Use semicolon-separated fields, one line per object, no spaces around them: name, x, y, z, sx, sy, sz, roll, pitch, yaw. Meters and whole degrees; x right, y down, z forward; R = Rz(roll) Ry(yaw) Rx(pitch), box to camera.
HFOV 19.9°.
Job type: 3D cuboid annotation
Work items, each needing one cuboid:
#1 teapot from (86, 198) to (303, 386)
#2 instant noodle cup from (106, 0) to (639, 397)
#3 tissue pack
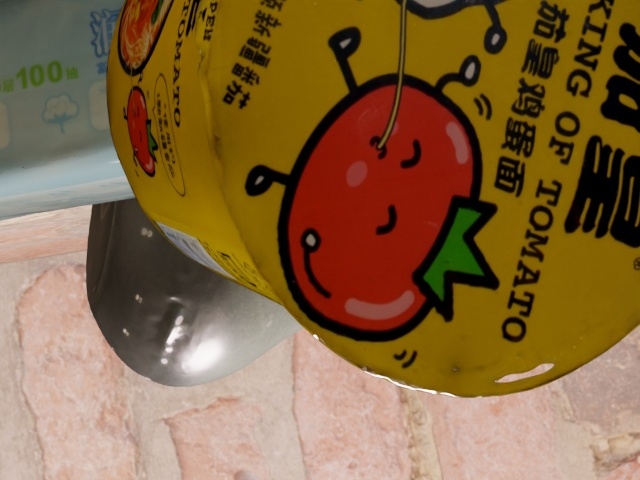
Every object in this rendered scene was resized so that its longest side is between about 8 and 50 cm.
teapot;0.000;0.000;1.027;0.251;0.183;0.183;7;174;-15
instant noodle cup;0.018;-0.049;0.589;0.182;0.182;0.144;-8;-173;-27
tissue pack;-0.121;-0.057;0.774;0.263;0.089;0.177;-8;177;18
